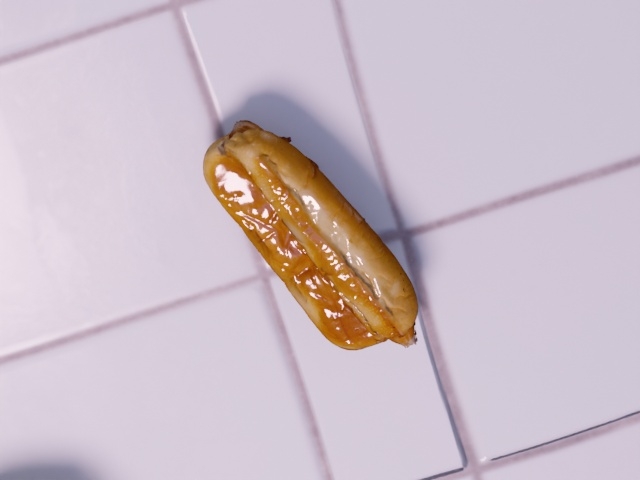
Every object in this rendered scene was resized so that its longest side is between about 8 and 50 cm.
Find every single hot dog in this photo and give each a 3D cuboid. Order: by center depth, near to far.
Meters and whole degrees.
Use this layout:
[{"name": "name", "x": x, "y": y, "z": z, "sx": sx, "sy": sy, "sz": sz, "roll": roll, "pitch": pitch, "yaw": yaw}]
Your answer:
[{"name": "hot dog", "x": 0.000, "y": 0.000, "z": 1.334, "sx": 0.102, "sy": 0.076, "sz": 0.249, "roll": -22, "pitch": 116, "yaw": 40}]
